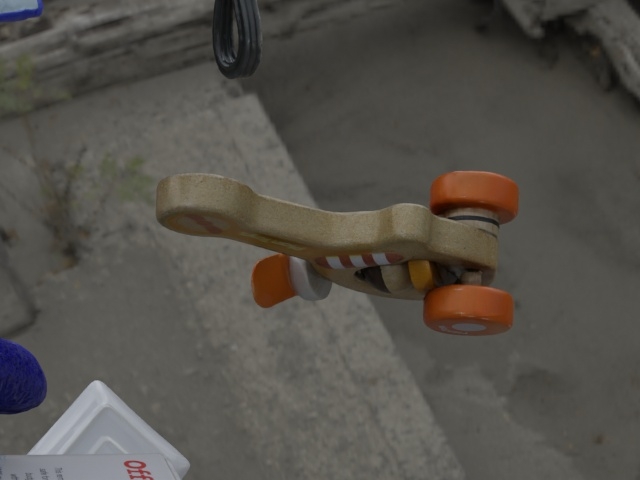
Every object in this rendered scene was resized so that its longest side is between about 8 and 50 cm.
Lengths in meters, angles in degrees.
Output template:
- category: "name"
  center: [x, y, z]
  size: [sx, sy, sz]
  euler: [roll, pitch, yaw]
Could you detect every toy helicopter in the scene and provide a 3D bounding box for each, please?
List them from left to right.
- category: "toy helicopter"
  center: [0.000, 0.000, 1.225]
  size: [0.235, 0.355, 0.140]
  euler: [-16, 64, 52]

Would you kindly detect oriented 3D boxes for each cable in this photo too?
- category: "cable"
  center: [-0.082, -0.315, 1.352]
  size: [0.072, 0.287, 0.139]
  euler: [-18, 1, -43]

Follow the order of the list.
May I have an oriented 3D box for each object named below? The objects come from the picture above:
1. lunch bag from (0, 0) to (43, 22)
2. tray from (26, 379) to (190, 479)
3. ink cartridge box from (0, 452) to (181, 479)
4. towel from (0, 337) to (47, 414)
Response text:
- category: "lunch bag"
  center: [-0.296, -0.214, 0.989]
  size: [0.151, 0.096, 0.129]
  euler: [49, 37, 17]
- category: "tray"
  center: [-0.252, 0.274, 1.345]
  size: [0.145, 0.030, 0.270]
  euler: [43, 52, -5]
- category: "ink cartridge box"
  center: [-0.228, 0.233, 0.915]
  size: [0.278, 0.117, 0.201]
  euler: [2, 11, -18]
- category: "towel"
  center: [-0.333, 0.063, 0.879]
  size: [0.228, 0.308, 0.076]
  euler: [-3, 76, 6]
